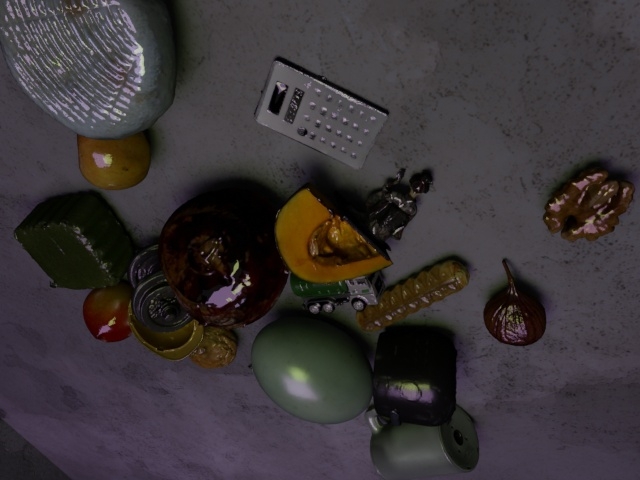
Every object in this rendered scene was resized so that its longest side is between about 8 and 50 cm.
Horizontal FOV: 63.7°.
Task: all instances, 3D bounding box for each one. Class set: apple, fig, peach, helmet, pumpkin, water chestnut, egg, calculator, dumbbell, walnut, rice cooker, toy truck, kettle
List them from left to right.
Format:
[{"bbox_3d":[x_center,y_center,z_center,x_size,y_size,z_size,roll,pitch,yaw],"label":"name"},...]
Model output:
[{"bbox_3d":[-0.650,0.230,1.618,0.197,0.197,0.198,9,134,10],"label":"peach"},{"bbox_3d":[-0.471,-0.203,1.178,0.155,0.183,0.183,-1,139,-22],"label":"apple"},{"bbox_3d":[-0.424,0.124,1.407,0.191,0.290,0.192,-10,121,-17],"label":"dumbbell"},{"bbox_3d":[-0.458,0.239,1.592,0.205,0.140,0.257,-45,86,1],"label":"helmet"},{"bbox_3d":[-0.209,0.042,1.250,0.350,0.302,0.351,1,93,25],"label":"water chestnut"},{"bbox_3d":[-0.021,0.373,1.487,0.388,0.276,0.276,34,133,-15],"label":"egg"},{"bbox_3d":[-0.004,-0.259,1.070,0.261,0.021,0.161,24,134,-5],"label":"calculator"},{"bbox_3d":[0.000,0.000,1.182,0.312,0.148,0.169,39,100,-27],"label":"pumpkin"},{"bbox_3d":[0.040,0.115,1.354,0.242,0.101,0.125,-8,117,28],"label":"toy truck"},{"bbox_3d":[0.264,0.378,1.425,0.224,0.267,0.267,1,132,13],"label":"rice cooker"},{"bbox_3d":[0.318,0.664,1.705,0.265,0.205,0.318,37,135,-21],"label":"kettle"},{"bbox_3d":[0.469,0.150,1.231,0.145,0.134,0.201,-3,123,8],"label":"fig"},{"bbox_3d":[0.535,-0.073,1.034,0.142,0.069,0.170,27,133,-6],"label":"walnut"}]

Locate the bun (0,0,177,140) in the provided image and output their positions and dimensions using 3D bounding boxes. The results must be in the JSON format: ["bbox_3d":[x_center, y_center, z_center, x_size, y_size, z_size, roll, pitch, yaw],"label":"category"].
[{"bbox_3d":[-0.421,-0.372,0.977,0.353,0.194,0.355,5,127,7],"label":"bun"}]

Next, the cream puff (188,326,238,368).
[{"bbox_3d":[-0.363,0.347,1.681,0.188,0.130,0.189,7,134,7],"label":"cream puff"}]

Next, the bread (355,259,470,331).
[{"bbox_3d":[0.227,0.149,1.338,0.084,0.077,0.367,38,133,-19],"label":"bread"}]

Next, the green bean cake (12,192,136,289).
[{"bbox_3d":[-0.677,0.007,1.444,0.246,0.156,0.250,-8,129,23],"label":"green bean cake"}]

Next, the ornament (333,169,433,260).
[{"bbox_3d":[0.162,-0.088,1.143,0.196,0.153,0.166,-41,113,15],"label":"ornament"}]

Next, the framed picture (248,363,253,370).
[{"bbox_3d":[-0.106,0.468,1.789,0.252,0.014,0.197,34,133,-14],"label":"framed picture"}]
